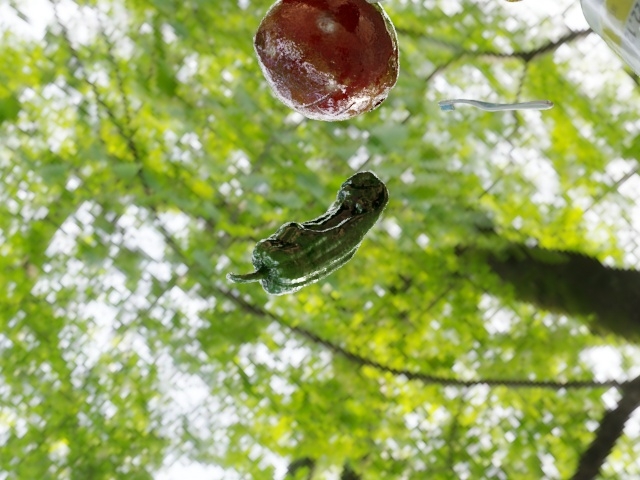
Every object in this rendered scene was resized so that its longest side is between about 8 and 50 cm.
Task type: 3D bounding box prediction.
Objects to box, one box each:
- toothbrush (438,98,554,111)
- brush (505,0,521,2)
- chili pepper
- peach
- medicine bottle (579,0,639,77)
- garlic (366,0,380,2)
[{"bbox_3d":[0.206,-0.162,1.644,0.014,0.162,0.017,-44,-57,-37],"label":"toothbrush"},{"bbox_3d":[0.349,-0.359,1.718,0.013,0.272,0.103,64,178,-34],"label":"brush"},{"bbox_3d":[-0.002,-0.005,1.698,0.100,0.074,0.257,32,-138,24],"label":"chili pepper"},{"bbox_3d":[0.005,-0.245,1.796,0.197,0.197,0.197,29,-145,-23],"label":"peach"},{"bbox_3d":[0.391,-0.150,1.117,0.208,0.208,0.339,-1,-136,-48],"label":"medicine bottle"},{"bbox_3d":[0.162,-0.419,1.673,0.112,0.318,0.143,50,172,-29],"label":"garlic"}]
